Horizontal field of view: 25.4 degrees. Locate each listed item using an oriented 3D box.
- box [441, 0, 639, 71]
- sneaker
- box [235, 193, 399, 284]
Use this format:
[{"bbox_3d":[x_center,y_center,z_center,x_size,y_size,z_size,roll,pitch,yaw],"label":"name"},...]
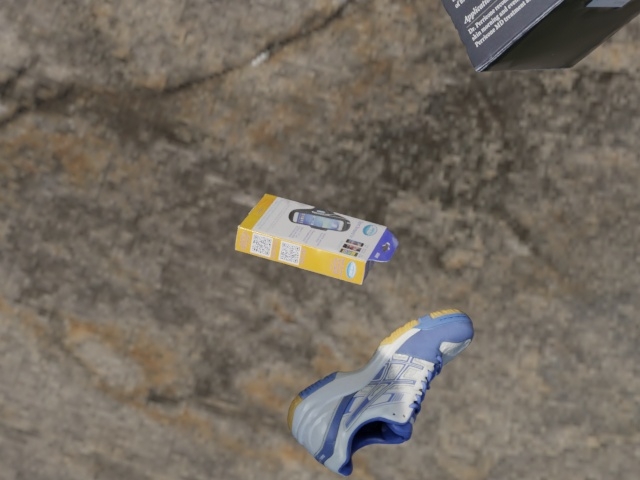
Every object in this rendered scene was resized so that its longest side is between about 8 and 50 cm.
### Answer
[{"bbox_3d":[0.250,-0.391,1.419,0.179,0.313,0.343,-9,158,-46],"label":"box"},{"bbox_3d":[0.105,0.212,1.935,0.296,0.131,0.112,-33,148,-13],"label":"sneaker"},{"bbox_3d":[0.000,0.000,1.282,0.136,0.081,0.028,17,117,10],"label":"box"}]
